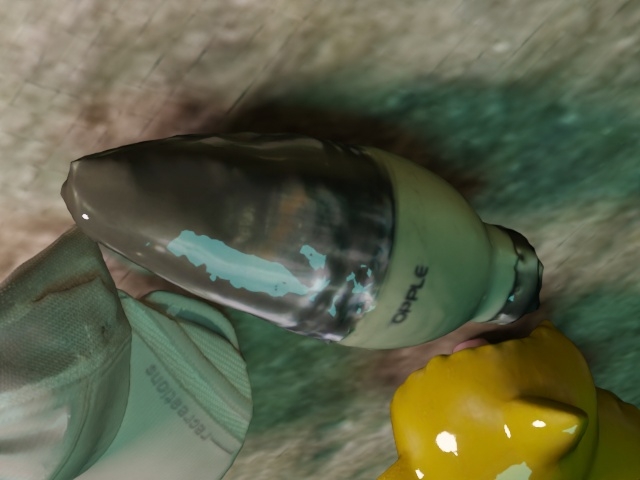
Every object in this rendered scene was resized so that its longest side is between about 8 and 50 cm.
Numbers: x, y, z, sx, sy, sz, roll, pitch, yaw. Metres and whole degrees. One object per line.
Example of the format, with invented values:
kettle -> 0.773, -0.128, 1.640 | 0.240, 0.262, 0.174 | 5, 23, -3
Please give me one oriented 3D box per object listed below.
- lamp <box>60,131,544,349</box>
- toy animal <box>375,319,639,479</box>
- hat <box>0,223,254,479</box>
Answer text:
lamp -> 0.000, 0.000, 0.597 | 0.250, 0.101, 0.101 | 11, 135, -30
toy animal -> 0.134, 0.142, 0.810 | 0.156, 0.156, 0.230 | -34, 144, 21
hat -> -0.151, 0.118, 0.661 | 0.219, 0.164, 0.226 | -34, 120, 22
